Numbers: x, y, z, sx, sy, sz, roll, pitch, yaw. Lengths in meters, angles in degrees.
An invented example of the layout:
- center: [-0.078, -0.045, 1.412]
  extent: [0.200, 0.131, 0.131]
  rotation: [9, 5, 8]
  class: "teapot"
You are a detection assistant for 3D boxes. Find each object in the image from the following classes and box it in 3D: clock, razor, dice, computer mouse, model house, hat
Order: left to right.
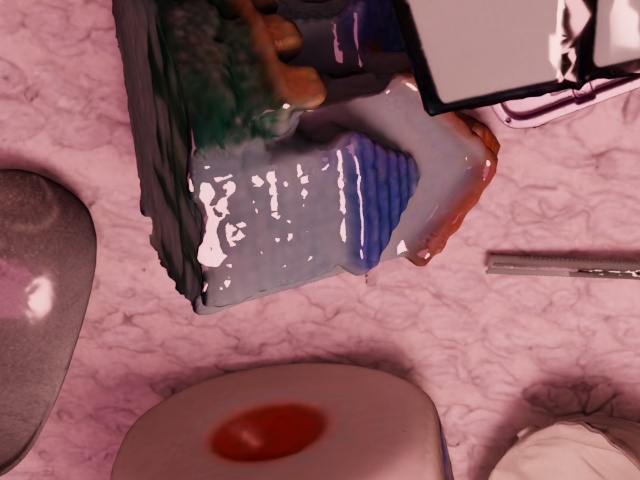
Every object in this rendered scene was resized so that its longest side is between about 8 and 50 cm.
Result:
- center: [-0.344, 0.099, 1.196]
  extent: [0.203, 0.114, 0.374]
  rotation: [25, 115, -4]
  class: "computer mouse"
- center: [-0.019, 0.307, 1.159]
  extent: [0.304, 0.277, 0.304]
  rotation: [-8, 114, 8]
  class: "dice"
- center: [0.020, -0.101, 0.978]
  extent: [0.329, 0.295, 0.251]
  rotation: [-7, 108, -18]
  class: "model house"
- center: [0.210, -0.168, 1.038]
  extent: [0.153, 0.050, 0.110]
  rotation: [-20, 110, 15]
  class: "clock"
- center: [0.260, 0.025, 1.124]
  extent: [0.211, 0.036, 0.084]
  rotation: [-1, 111, 7]
  class: "razor"
- center: [0.321, 0.278, 1.184]
  extent: [0.301, 0.168, 0.258]
  rotation: [20, 141, -27]
  class: "hat"

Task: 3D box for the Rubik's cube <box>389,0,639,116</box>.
- center: [0.176, -0.284, 0.766]
  extent: [0.294, 0.283, 0.288]
  rotation: [-10, 121, 16]
  class: "Rubik's cube"
